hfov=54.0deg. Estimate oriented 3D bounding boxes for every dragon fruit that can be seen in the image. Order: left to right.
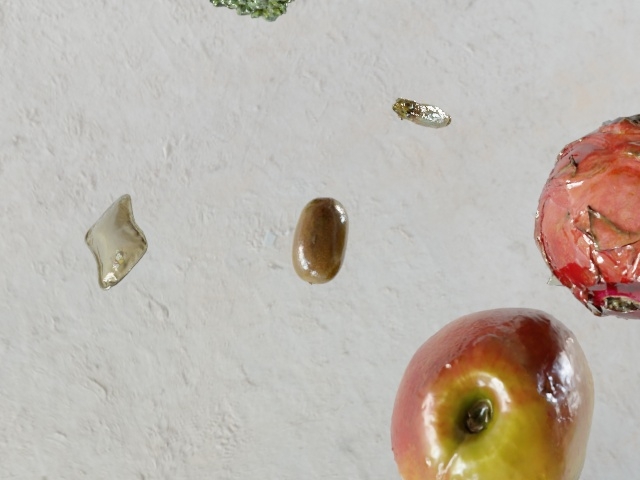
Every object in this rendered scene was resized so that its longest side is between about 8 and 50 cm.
[{"bbox_3d":[0.474,-0.033,0.929,0.295,0.296,0.302,26,63,-3],"label":"dragon fruit"}]

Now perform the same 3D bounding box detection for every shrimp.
[{"bbox_3d":[0.208,-0.278,1.361,0.115,0.051,0.217,23,18,32],"label":"shrimp"}]

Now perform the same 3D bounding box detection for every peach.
[{"bbox_3d":[0.271,0.269,0.994,0.289,0.373,0.373,14,63,21],"label":"peach"}]

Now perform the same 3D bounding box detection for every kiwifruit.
[{"bbox_3d":[0.000,0.000,0.861,0.075,0.075,0.125,14,79,-9],"label":"kiwifruit"}]

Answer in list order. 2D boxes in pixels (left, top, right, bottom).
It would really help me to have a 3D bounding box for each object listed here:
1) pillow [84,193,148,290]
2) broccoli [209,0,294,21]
[{"bbox_3d":[-0.381,0.000,1.163,0.130,0.033,0.217,-44,43,5],"label":"pillow"},{"bbox_3d":[-0.167,-0.594,1.210,0.323,0.334,0.272,1,56,10],"label":"broccoli"}]
